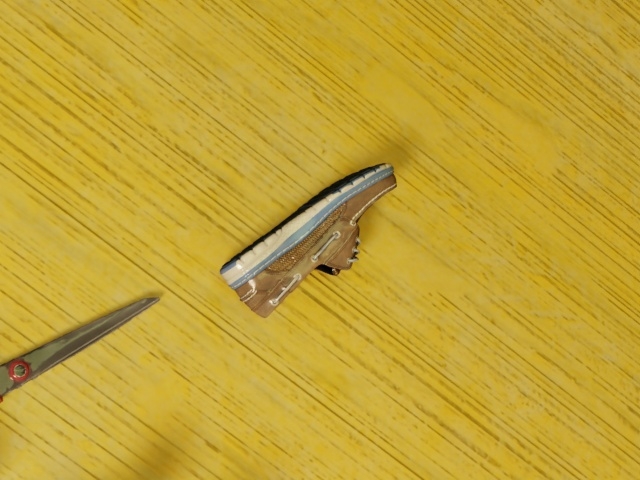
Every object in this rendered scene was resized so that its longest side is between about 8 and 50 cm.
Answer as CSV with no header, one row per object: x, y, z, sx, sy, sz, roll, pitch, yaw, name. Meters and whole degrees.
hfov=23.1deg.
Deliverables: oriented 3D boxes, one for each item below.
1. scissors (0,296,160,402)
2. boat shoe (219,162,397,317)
-0.262,0.125,1.290,0.297,0.021,0.109,-12,82,-22,scissors
0.000,0.000,1.383,0.183,0.066,0.066,-35,97,-12,boat shoe
